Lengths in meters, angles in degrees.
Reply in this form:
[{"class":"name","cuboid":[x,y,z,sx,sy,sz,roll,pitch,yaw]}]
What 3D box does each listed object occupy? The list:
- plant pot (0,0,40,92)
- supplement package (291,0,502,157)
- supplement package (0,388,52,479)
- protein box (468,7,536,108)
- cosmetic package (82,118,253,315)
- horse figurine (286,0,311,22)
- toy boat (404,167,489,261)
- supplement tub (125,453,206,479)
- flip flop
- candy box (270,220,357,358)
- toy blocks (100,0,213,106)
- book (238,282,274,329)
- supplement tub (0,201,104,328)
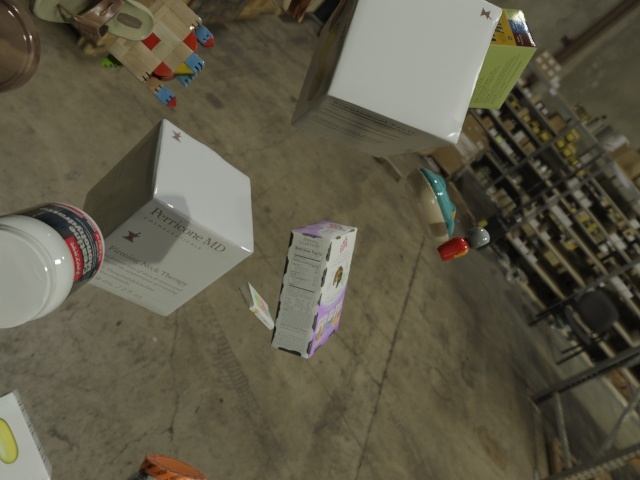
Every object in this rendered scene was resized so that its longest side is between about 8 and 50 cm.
[{"class":"plant pot","cuboid":[-0.846,-0.476,1.246,0.263,0.263,0.229,39,10,-21]},{"class":"supplement package","cuboid":[0.064,-0.183,0.580,0.134,0.138,0.244,18,2,-12]},{"class":"supplement package","cuboid":[-0.705,0.451,1.094,0.194,0.149,0.203,-24,90,-29]},{"class":"protein box","cuboid":[0.370,-0.443,1.267,0.201,0.199,0.135,0,60,-9]},{"class":"cosmetic package","cuboid":[-0.446,-0.054,1.488,0.329,0.394,0.327,34,33,-37]},{"class":"horse figurine","cuboid":[-0.064,-0.417,0.647,0.066,0.175,0.263,-47,112,-25]},{"class":"toy boat","cuboid":[0.375,-0.067,1.563,0.318,0.148,0.267,-110,174,-47]},{"class":"supplement tub","cuboid":[-0.390,0.661,1.161,0.194,0.194,0.315,32,72,-32]},{"class":"flip flop","cuboid":[-0.435,-0.447,1.038,0.080,0.112,0.277,53,24,14]},{"class":"candy box","cuboid":[-0.007,0.073,0.875,0.070,0.196,0.165,14,11,16]},{"class":"toy blocks","cuboid":[-0.506,-0.636,1.752,0.261,0.381,0.191,43,-3,-13]},{"class":"book","cuboid":[-0.194,0.206,1.609,0.096,0.035,0.144,62,3,41]},{"class":"supplement tub","cuboid":[-0.534,0.037,0.967,0.191,0.191,0.272,44,5,-12]}]
